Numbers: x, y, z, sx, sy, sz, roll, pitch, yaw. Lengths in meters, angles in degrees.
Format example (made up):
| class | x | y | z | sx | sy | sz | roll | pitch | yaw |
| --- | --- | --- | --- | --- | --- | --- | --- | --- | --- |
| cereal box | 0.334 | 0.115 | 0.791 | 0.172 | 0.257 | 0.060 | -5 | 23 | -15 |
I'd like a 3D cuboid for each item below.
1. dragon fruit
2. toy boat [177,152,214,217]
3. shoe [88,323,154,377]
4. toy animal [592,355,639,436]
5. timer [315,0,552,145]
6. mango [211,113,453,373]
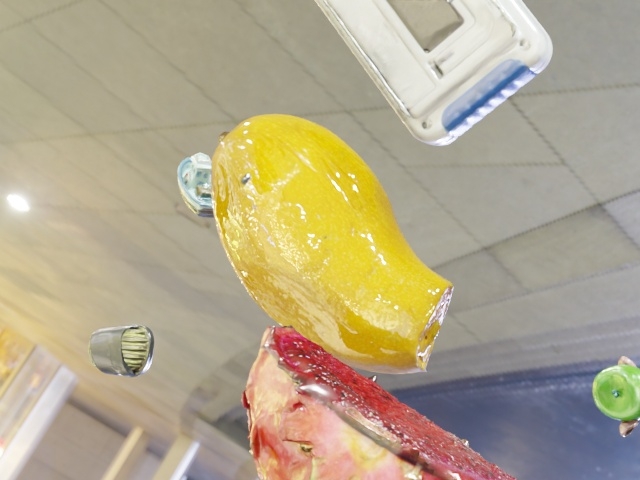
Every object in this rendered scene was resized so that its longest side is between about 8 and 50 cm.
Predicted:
| class | x | y | z | sx | sy | sz | roll | pitch | yaw |
| --- | --- | --- | --- | --- | --- | --- | --- | --- | --- |
| dragon fruit | 0.029 | 0.181 | 0.773 | 0.262 | 0.163 | 0.189 | 29 | 122 | 24 |
| toy boat | -0.176 | -0.089 | 1.419 | 0.059 | 0.066 | 0.140 | 5 | -152 | -25 |
| shoe | -0.255 | 0.132 | 1.158 | 0.053 | 0.062 | 0.159 | 4 | 173 | -36 |
| toy animal | 0.379 | 0.165 | 1.110 | 0.208 | 0.100 | 0.103 | -14 | -175 | -44 |
| timer | 0.113 | -0.246 | 1.056 | 0.253 | 0.178 | 0.078 | 55 | -159 | 13 |
| mango | -0.002 | 0.004 | 1.053 | 0.359 | 0.187 | 0.144 | 57 | -177 | 24 |
